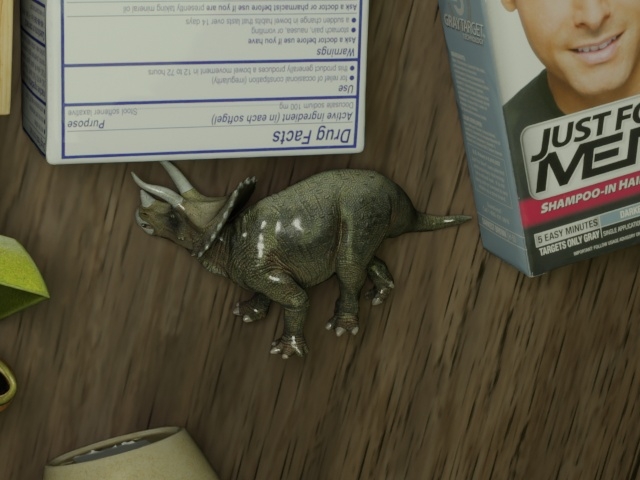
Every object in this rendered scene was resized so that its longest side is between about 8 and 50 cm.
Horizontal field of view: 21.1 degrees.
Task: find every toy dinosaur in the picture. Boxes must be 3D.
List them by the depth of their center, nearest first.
[{"bbox_3d":[0.000,0.000,1.502,0.313,0.121,0.160,-9,120,-12],"label":"toy dinosaur"}]

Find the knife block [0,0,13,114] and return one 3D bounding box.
[{"bbox_3d":[-0.282,-0.144,1.308,0.088,0.275,0.242,-4,76,-19],"label":"knife block"}]

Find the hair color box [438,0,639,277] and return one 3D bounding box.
[{"bbox_3d":[0.218,-0.176,1.531,0.185,0.113,0.375,-17,108,-14],"label":"hair color box"}]

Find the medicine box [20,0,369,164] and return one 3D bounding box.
[{"bbox_3d":[-0.105,-0.215,1.391,0.263,0.149,0.289,-3,106,-18],"label":"medicine box"}]

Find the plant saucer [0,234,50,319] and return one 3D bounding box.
[{"bbox_3d":[-0.325,0.013,1.373,0.188,0.188,0.045,17,74,-22],"label":"plant saucer"}]

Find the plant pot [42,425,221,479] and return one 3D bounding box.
[{"bbox_3d":[-0.145,0.309,1.485,0.256,0.256,0.274,-15,93,-15],"label":"plant pot"}]

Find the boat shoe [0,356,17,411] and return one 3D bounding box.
[{"bbox_3d":[-0.388,0.079,1.368,0.307,0.104,0.111,14,76,-33],"label":"boat shoe"}]
